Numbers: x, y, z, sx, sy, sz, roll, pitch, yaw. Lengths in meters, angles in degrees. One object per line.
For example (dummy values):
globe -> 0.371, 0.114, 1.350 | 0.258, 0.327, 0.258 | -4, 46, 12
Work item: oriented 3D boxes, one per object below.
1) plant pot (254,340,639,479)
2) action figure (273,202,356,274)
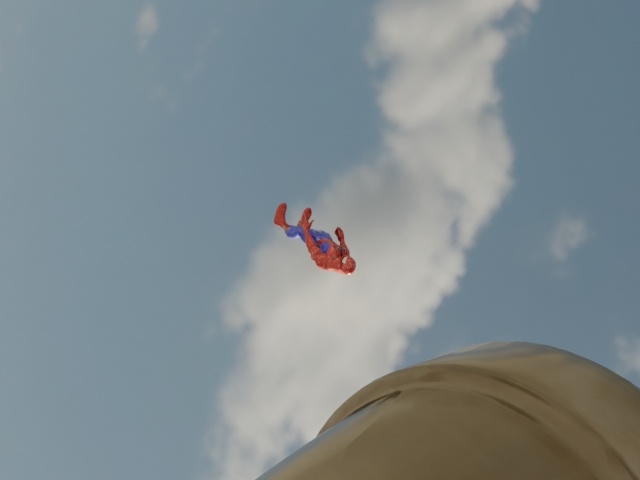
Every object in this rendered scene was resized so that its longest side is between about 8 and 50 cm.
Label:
plant pot -> 0.026, 0.234, 0.770 | 0.323, 0.280, 0.323 | 13, -73, 46
action figure -> 0.000, 0.000, 1.175 | 0.030, 0.038, 0.115 | -65, -148, 14
